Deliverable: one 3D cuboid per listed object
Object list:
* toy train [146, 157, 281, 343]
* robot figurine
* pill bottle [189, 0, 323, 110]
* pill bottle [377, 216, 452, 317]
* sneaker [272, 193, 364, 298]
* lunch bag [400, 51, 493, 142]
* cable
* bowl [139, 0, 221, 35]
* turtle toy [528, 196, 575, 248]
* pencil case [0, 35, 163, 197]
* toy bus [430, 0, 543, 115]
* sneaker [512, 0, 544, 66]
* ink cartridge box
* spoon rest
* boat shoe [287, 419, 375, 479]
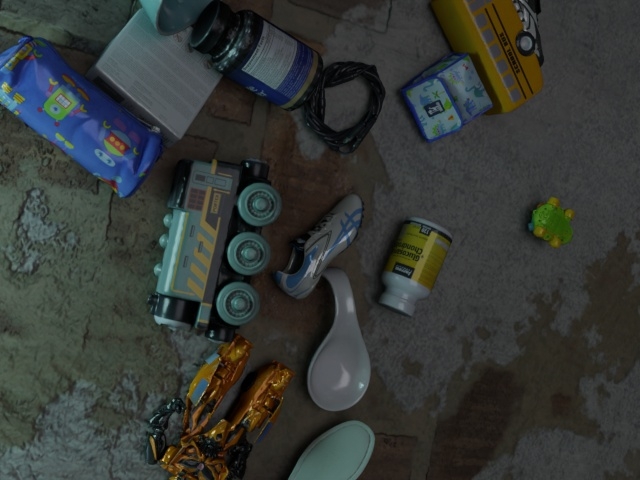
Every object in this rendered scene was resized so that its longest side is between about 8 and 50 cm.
[{"bbox_3d":[-0.188,0.009,1.513,0.190,0.142,0.333,13,89,-14],"label":"toy train"},{"bbox_3d":[-0.181,0.322,1.550,0.211,0.085,0.291,37,77,-22],"label":"robot figurine"},{"bbox_3d":[-0.113,-0.329,1.521,0.219,0.123,0.122,26,81,-30],"label":"pill bottle"},{"bbox_3d":[0.183,0.053,1.702,0.103,0.103,0.184,28,80,-24],"label":"pill bottle"},{"bbox_3d":[0.000,0.000,1.622,0.086,0.085,0.237,43,73,-26],"label":"sneaker"},{"bbox_3d":[0.249,-0.287,1.729,0.151,0.096,0.128,-32,109,-6],"label":"lunch bag"},{"bbox_3d":[0.048,-0.269,1.660,0.151,0.047,0.184,37,79,-17],"label":"cable"},{"bbox_3d":[-0.215,-0.506,1.402,0.163,0.311,0.311,44,73,0],"label":"bowl"},{"bbox_3d":[0.504,-0.032,1.874,0.130,0.066,0.095,32,80,-24],"label":"turtle toy"},{"bbox_3d":[-0.391,-0.203,1.403,0.306,0.119,0.133,39,94,-22],"label":"pencil case"},{"bbox_3d":[0.331,-0.431,1.750,0.130,0.108,0.332,-36,107,-18],"label":"toy bus"},{"bbox_3d":[0.428,-0.478,1.810,0.106,0.078,0.234,-35,105,-18],"label":"sneaker"},{"bbox_3d":[-0.271,-0.307,1.507,0.189,0.066,0.232,41,53,-22],"label":"ink cartridge box"},{"bbox_3d":[0.032,0.191,1.648,0.137,0.084,0.276,-5,94,-25],"label":"spoon rest"},{"bbox_3d":[-0.010,0.472,1.640,0.302,0.091,0.114,-42,65,-17],"label":"boat shoe"}]
